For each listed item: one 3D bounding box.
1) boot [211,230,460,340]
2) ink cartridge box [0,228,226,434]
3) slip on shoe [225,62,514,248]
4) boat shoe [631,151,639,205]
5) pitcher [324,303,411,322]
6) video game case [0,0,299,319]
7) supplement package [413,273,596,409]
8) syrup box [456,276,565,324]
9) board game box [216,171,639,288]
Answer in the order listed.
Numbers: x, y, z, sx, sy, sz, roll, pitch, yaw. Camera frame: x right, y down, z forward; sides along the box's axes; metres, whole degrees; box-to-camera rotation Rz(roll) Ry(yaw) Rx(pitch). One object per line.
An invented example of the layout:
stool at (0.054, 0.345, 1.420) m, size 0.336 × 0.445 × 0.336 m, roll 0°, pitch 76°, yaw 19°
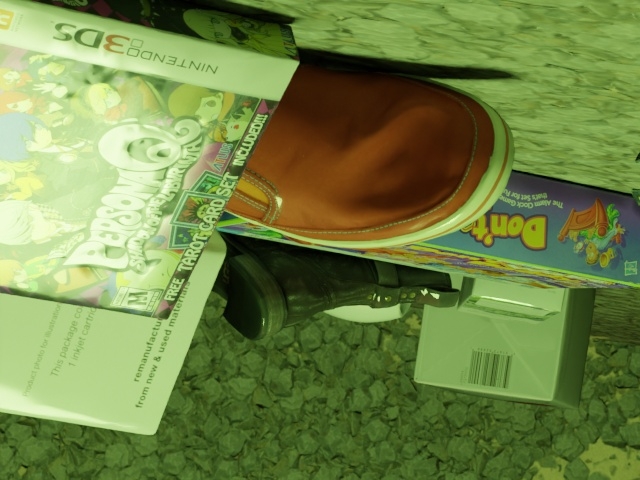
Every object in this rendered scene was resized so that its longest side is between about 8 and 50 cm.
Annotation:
boot at (-0.013, -0.001, 1.930) m, size 0.229 × 0.091 × 0.263 m, roll -13°, pitch -133°, yaw -29°
ink cartridge box at (-0.306, -0.025, 1.401) m, size 0.395 × 0.166 × 0.285 m, roll 12°, pitch -158°, yaw -26°
slip on shoe at (-0.034, -0.070, 1.294) m, size 0.331 × 0.123 × 0.101 m, roll 12°, pitch 173°, yaw 23°
boat shoe at (0.243, -0.043, 1.341) m, size 0.083 × 0.065 × 0.183 m, roll 4°, pitch 174°, yaw 31°
pitcher at (0.000, 0.000, 2.050) m, size 0.207 × 0.125 × 0.178 m, roll 19°, pitch 162°, yaw 13°
video game case at (-0.152, -0.056, 1.207) m, size 0.210 × 0.042 × 0.232 m, roll 11°, pitch 130°, yaw -24°
supplement package at (0.241, 0.115, 2.491) m, size 0.177 × 0.175 × 0.293 m, roll 7°, pitch 175°, yaw 15°
syrup box at (0.203, 0.030, 2.061) m, size 0.093 × 0.096 × 0.237 m, roll 11°, pitch 175°, yaw 2°
board game box at (0.089, -0.024, 1.760) m, size 0.347 × 0.078 × 0.233 m, roll 11°, pitch 175°, yaw -17°
